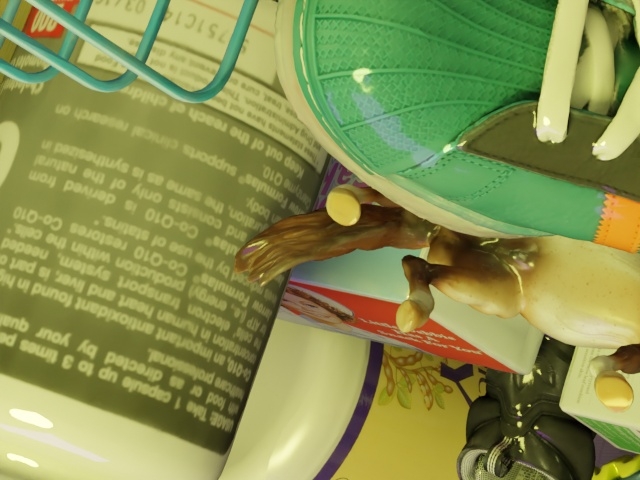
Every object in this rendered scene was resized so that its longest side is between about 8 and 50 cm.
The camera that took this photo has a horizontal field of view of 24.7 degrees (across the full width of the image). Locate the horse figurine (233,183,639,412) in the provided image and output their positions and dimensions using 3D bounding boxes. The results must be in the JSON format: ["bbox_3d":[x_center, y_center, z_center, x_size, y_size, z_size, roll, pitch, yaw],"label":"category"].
[{"bbox_3d":[0.102,0.022,0.608,0.263,0.066,0.174,20,-168,21],"label":"horse figurine"}]

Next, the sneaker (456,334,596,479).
[{"bbox_3d":[0.166,0.118,1.019,0.101,0.153,0.268,15,172,27],"label":"sneaker"}]

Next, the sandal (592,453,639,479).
[{"bbox_3d":[0.252,0.218,1.046,0.126,0.138,0.317,23,133,-11],"label":"sandal"}]

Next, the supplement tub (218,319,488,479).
[{"bbox_3d":[0.036,0.145,1.161,0.331,0.241,0.241,28,166,-40],"label":"supplement tub"}]

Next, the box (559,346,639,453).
[{"bbox_3d":[0.214,0.078,0.891,0.087,0.102,0.101,9,164,35],"label":"box"}]

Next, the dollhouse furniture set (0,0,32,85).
[{"bbox_3d":[-0.360,-0.067,0.761,0.394,0.256,0.362,16,168,18],"label":"dollhouse furniture set"}]

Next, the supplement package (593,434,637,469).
[{"bbox_3d":[0.295,0.258,1.262,0.134,0.244,0.139,21,170,-6],"label":"supplement package"}]

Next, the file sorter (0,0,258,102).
[{"bbox_3d":[-0.109,-0.116,0.487,0.170,0.104,0.118,11,166,39],"label":"file sorter"}]

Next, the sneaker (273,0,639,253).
[{"bbox_3d":[0.137,-0.038,0.466,0.302,0.108,0.121,16,171,-26],"label":"sneaker"}]

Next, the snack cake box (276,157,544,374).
[{"bbox_3d":[0.000,0.000,0.913,0.264,0.089,0.152,11,165,38],"label":"snack cake box"}]

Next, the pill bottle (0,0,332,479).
[{"bbox_3d":[-0.101,0.024,0.684,0.161,0.283,0.161,19,169,4],"label":"pill bottle"}]
